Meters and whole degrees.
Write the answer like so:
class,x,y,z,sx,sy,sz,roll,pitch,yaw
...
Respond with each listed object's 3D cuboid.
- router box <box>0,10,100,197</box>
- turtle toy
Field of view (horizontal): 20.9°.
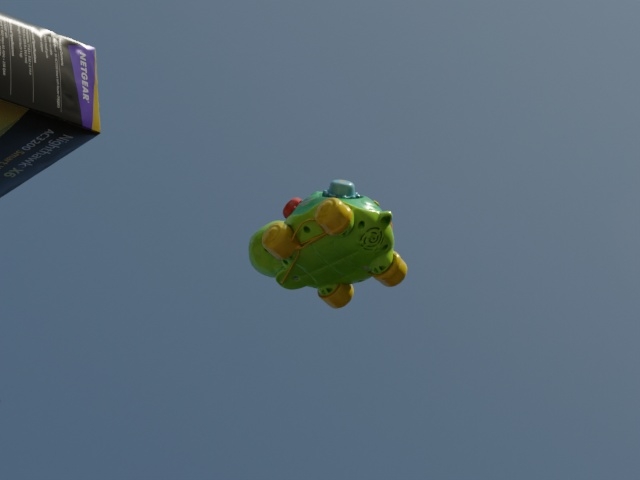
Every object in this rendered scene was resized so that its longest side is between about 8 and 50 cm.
class,x,y,z,sx,sy,sz,roll,pitch,yaw
router box,-0.353,-0.082,1.283,0.309,0.243,0.081,-28,-121,38
turtle toy,0.000,0.000,1.303,0.130,0.066,0.095,-23,-48,29
